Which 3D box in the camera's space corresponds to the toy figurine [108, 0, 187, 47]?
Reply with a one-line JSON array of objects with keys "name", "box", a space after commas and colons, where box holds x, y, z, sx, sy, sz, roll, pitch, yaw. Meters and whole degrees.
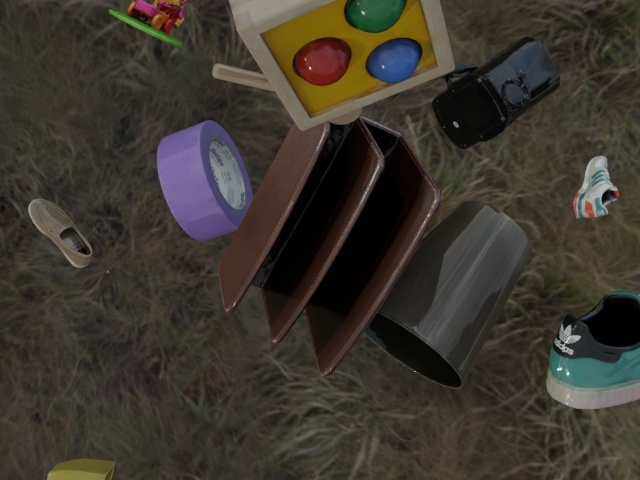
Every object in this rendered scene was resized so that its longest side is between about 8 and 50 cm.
[{"name": "toy figurine", "box": [-0.255, -0.424, 1.206, 0.130, 0.173, 0.159, 28, 101, 7]}]

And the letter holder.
[{"name": "letter holder", "box": [0.000, 0.000, 0.934, 0.152, 0.214, 0.301, 20, 115, -23]}]

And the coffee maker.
[{"name": "coffee maker", "box": [0.291, -0.231, 1.102, 0.178, 0.171, 0.120, -37, 119, -34]}]

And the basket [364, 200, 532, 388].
[{"name": "basket", "box": [0.183, 0.065, 1.013, 0.227, 0.204, 0.154, -49, 132, -18]}]

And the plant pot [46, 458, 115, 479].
[{"name": "plant pot", "box": [-0.357, 0.364, 1.045, 0.083, 0.081, 0.081, 13, 86, -5]}]

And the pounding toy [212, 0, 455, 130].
[{"name": "pounding toy", "box": [0.003, -0.134, 0.543, 0.181, 0.206, 0.094, -21, 62, 10]}]

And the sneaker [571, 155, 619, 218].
[{"name": "sneaker", "box": [0.554, -0.103, 1.403, 0.161, 0.075, 0.057, -56, 132, -30]}]

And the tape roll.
[{"name": "tape roll", "box": [-0.188, -0.099, 1.194, 0.080, 0.189, 0.189, -18, 93, 15]}]

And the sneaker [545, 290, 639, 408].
[{"name": "sneaker", "box": [0.427, 0.120, 0.913, 0.302, 0.108, 0.121, -11, 117, -23]}]

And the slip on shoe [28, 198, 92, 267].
[{"name": "slip on shoe", "box": [-0.420, -0.016, 1.161, 0.051, 0.041, 0.135, -37, 91, -37]}]
